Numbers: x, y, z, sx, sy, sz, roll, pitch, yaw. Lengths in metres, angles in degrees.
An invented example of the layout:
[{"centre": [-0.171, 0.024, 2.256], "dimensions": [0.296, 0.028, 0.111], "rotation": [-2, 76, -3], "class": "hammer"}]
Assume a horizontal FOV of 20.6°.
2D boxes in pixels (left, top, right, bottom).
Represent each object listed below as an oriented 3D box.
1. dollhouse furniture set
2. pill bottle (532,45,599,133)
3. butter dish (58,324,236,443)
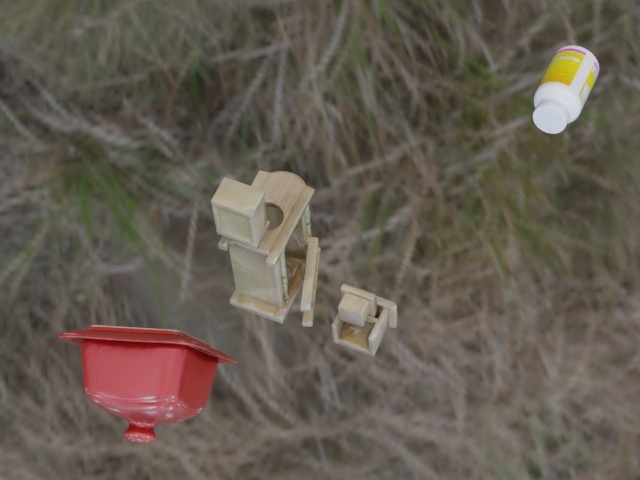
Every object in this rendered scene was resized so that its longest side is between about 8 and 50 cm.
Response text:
[{"centre": [0.000, 0.000, 1.637], "dimensions": [0.161, 0.101, 0.182], "rotation": [19, 151, 15], "class": "dollhouse furniture set"}, {"centre": [0.214, -0.132, 1.552], "dimensions": [0.043, 0.083, 0.043], "rotation": [17, 138, 16], "class": "pill bottle"}, {"centre": [-0.187, 0.159, 1.889], "dimensions": [0.160, 0.118, 0.160], "rotation": [2, 168, 16], "class": "butter dish"}]
